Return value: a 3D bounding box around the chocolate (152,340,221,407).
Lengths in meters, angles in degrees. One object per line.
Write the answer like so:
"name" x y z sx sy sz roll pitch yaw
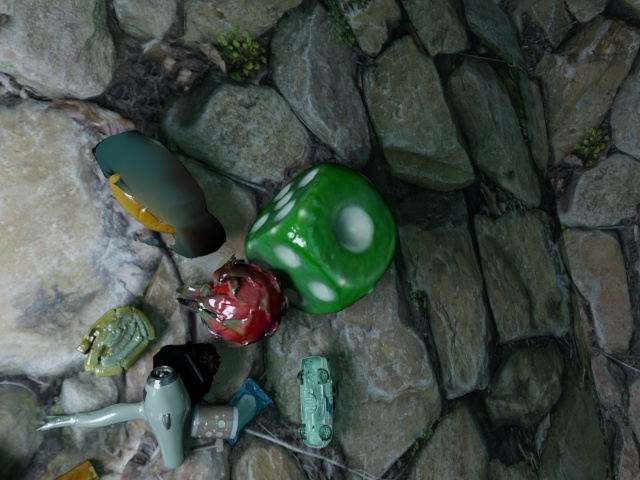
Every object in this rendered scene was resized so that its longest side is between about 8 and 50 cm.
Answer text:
"chocolate" -0.273 0.273 1.064 0.133 0.156 0.156 -26 92 -56

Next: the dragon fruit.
"dragon fruit" -0.193 0.148 1.122 0.274 0.192 0.193 2 53 -39

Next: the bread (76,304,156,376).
"bread" -0.421 0.210 1.000 0.117 0.064 0.156 45 52 -17

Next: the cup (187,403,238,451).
"cup" -0.244 0.411 1.075 0.099 0.102 0.074 11 31 -20

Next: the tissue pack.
"tissue pack" -0.189 0.404 1.148 0.085 0.028 0.138 51 57 -8

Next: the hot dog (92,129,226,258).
"hot dog" -0.378 -0.090 1.111 0.194 0.107 0.326 -34 107 -30

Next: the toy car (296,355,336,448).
"toy car" -0.004 0.414 1.250 0.076 0.090 0.224 11 69 -42

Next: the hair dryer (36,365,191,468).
"hair dryer" -0.377 0.389 0.973 0.267 0.092 0.229 -22 115 -6

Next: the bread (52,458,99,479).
"bread" -0.464 0.453 0.907 0.083 0.036 0.047 -24 88 -43

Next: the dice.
"dice" 0.000 0.000 1.253 0.297 0.300 0.287 47 56 -18
